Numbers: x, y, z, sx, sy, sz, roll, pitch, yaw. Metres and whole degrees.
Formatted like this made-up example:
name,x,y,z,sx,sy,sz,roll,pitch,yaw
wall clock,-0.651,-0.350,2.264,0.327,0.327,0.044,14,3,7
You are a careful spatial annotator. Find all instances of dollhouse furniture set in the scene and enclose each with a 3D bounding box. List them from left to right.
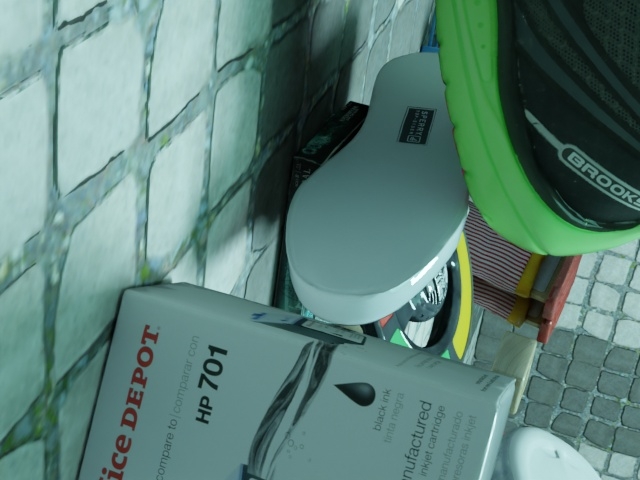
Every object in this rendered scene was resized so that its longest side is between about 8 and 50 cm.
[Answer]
name,x,y,z,sx,sy,sz,roll,pitch,yaw
dollhouse furniture set,0.177,0.126,1.447,0.374,0.201,0.152,-61,163,-25

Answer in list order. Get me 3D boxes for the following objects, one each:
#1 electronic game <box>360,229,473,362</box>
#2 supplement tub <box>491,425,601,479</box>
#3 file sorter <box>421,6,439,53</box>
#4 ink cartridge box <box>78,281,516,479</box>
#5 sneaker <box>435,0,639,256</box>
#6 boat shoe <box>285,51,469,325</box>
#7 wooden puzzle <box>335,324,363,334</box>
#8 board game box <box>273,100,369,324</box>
name,x,y,z,sx,sy,sz,roll,pitch,yaw
electronic game,0.093,0.032,1.100,0.229,0.048,0.229,17,70,-57
supplement tub,0.162,0.360,1.269,0.316,0.193,0.193,-43,-176,28
file sorter,0.185,-0.225,1.219,0.170,0.118,0.104,-7,109,-77
ink cartridge box,-0.015,0.112,0.572,0.082,0.190,0.140,-5,110,-75
sneaker,0.156,-0.236,0.699,0.185,0.202,0.483,-41,120,-68
boat shoe,0.050,-0.022,0.794,0.301,0.108,0.102,-69,164,-53
wooden puzzle,0.027,0.248,1.175,0.348,0.080,0.322,82,27,-61
board game box,0.000,0.000,0.882,0.126,0.026,0.186,-50,153,-58
